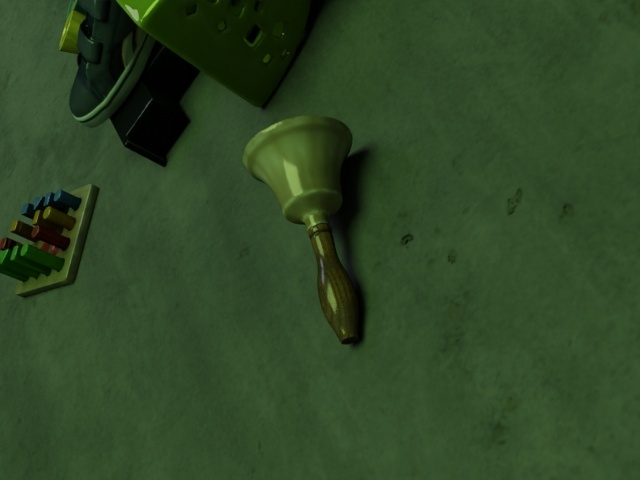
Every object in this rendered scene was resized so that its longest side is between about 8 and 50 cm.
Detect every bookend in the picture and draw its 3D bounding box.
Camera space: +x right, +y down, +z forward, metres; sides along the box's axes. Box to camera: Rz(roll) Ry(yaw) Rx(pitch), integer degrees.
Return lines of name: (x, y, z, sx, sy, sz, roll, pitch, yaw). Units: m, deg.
bookend: (-0.230, -0.216, 1.705, 0.157, 0.072, 0.156, -53, 37, 13)

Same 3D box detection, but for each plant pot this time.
plant pot: (-0.129, -0.343, 1.525, 0.207, 0.228, 0.227, -49, 44, 9)

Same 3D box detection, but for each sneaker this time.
sneaker: (-0.291, -0.320, 1.681, 0.321, 0.127, 0.126, -57, 38, 9)

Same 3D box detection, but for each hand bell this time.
hand bell: (0.000, 0.000, 1.270, 0.126, 0.126, 0.242, -35, 55, 34)

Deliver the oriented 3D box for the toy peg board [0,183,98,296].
toy peg board: (-0.433, -0.010, 1.825, 0.161, 0.079, 0.160, -14, 57, 46)

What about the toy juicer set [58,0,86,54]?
toy juicer set: (-0.377, -0.450, 1.954, 0.329, 0.089, 0.209, -105, 37, -58)
